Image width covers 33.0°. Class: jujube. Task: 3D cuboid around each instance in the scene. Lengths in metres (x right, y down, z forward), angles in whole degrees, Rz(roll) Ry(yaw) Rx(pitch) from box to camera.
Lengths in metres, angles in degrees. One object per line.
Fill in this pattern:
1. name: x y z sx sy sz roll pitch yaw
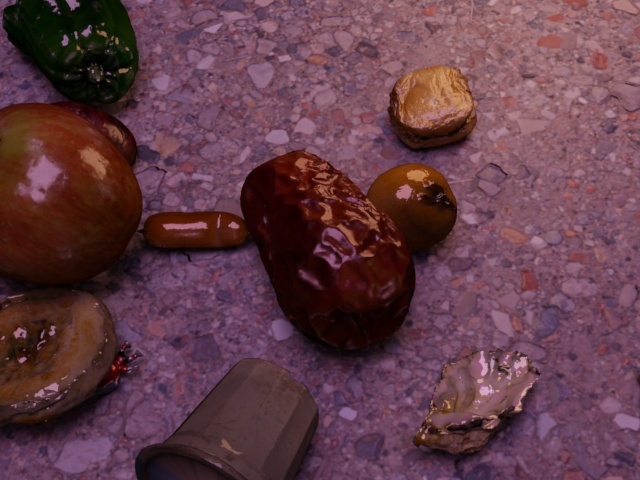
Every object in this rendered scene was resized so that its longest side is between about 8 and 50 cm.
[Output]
1. jujube: 0.000 0.000 1.604 0.216 0.216 0.342 -24 48 -11

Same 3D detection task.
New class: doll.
1. doll: -0.314 0.196 1.590 0.057 0.039 0.114 45 66 -3

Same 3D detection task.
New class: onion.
1. onion: -0.409 -0.185 1.816 0.206 0.098 0.151 4 58 7

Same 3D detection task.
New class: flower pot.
1. flower pot: -0.103 0.281 1.439 0.212 0.212 0.202 23 46 18

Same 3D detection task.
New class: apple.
1. apple: -0.413 -0.061 1.647 0.277 0.250 0.309 -52 40 12

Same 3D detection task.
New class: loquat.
1. loquat: 0.140 -0.051 1.666 0.141 0.141 0.141 -2 56 3

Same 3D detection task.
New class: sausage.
1. sausage: -0.199 -0.017 1.715 0.183 0.054 0.062 -3 88 0

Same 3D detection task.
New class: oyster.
1. oyster: 0.226 0.228 1.517 0.133 0.072 0.209 14 38 20

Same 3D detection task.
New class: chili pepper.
1. chili pepper: -0.444 -0.403 1.909 0.213 0.167 0.385 -9 45 -25

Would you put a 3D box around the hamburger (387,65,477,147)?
1. hamburger: 0.187 -0.224 1.809 0.147 0.083 0.138 -14 60 -3

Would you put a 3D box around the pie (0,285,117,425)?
1. pie: -0.429 0.167 1.587 0.274 0.055 0.274 -8 42 8
